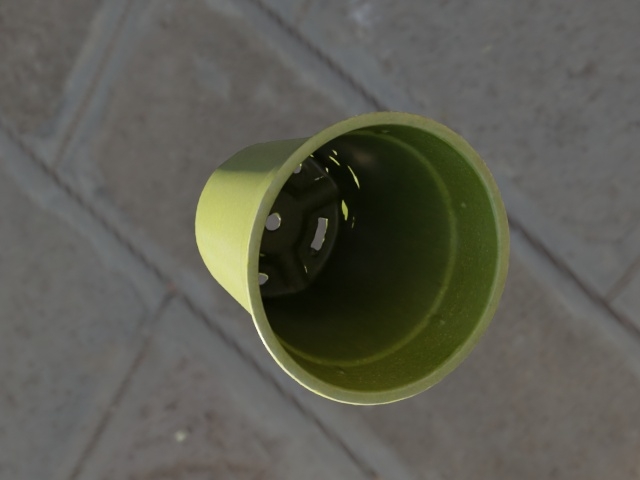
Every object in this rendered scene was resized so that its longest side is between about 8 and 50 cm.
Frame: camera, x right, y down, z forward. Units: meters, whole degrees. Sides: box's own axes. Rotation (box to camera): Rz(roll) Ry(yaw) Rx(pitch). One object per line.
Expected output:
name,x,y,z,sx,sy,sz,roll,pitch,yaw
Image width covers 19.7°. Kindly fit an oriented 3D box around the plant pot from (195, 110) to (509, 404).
plant pot,0.000,0.000,0.550,0.079,0.083,0.083,17,123,62
